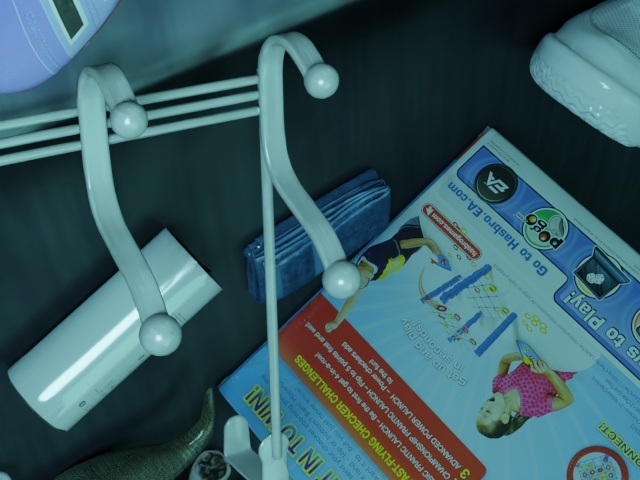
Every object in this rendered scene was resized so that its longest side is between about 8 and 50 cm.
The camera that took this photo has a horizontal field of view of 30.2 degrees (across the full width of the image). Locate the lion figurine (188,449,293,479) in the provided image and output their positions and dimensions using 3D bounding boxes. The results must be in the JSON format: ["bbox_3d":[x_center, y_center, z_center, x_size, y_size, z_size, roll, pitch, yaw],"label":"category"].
[{"bbox_3d":[-0.023,0.257,1.088,0.392,0.142,0.240,-17,151,-17],"label":"lion figurine"}]

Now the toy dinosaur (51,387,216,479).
[{"bbox_3d":[-0.170,0.245,0.856,0.121,0.160,0.313,-44,158,-77],"label":"toy dinosaur"}]

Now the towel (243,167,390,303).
[{"bbox_3d":[0.000,0.000,0.859,0.119,0.029,0.067,-33,150,-20],"label":"towel"}]

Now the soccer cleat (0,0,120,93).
[{"bbox_3d":[-0.087,-0.162,0.417,0.248,0.083,0.095,-57,170,19],"label":"soccer cleat"}]

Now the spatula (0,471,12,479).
[{"bbox_3d":[-0.228,0.290,0.820,0.242,0.168,0.019,-54,170,15],"label":"spatula"}]

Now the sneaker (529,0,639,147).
[{"bbox_3d":[0.301,-0.200,0.880,0.366,0.137,0.210,-20,143,-45],"label":"sneaker"}]

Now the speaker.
[{"bbox_3d":[-0.127,0.055,0.744,0.136,0.055,0.055,-43,151,-3],"label":"speaker"}]

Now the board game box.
[{"bbox_3d":[0.132,0.122,0.899,0.302,0.308,0.086,-43,153,0],"label":"board game box"}]

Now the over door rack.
[{"bbox_3d":[-0.106,0.061,0.646,0.240,0.108,0.324,-14,129,-28],"label":"over door rack"}]
